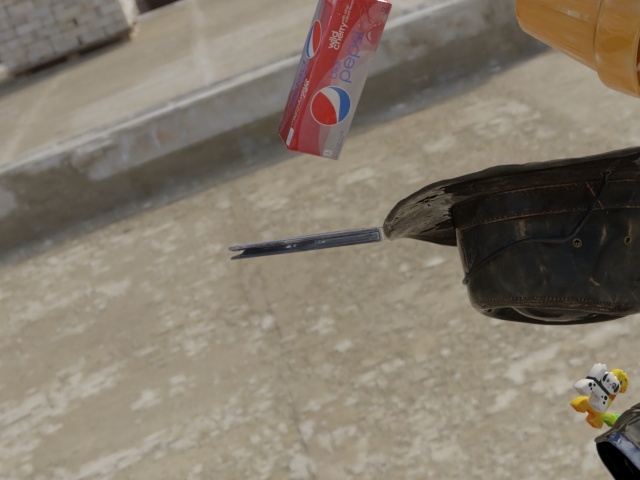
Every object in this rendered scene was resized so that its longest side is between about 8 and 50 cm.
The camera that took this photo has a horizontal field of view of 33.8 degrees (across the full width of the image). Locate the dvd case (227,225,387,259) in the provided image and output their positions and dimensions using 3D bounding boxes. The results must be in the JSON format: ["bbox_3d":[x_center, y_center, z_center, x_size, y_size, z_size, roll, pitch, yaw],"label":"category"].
[{"bbox_3d":[0.000,0.000,1.210,0.165,0.018,0.221,-7,1,9],"label":"dvd case"}]

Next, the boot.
[{"bbox_3d":[0.413,0.308,1.273,0.106,0.219,0.082,-17,-19,-34],"label":"boot"}]

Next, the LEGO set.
[{"bbox_3d":[0.452,0.249,1.565,0.093,0.227,0.087,-51,20,-17],"label":"LEGO set"}]

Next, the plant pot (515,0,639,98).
[{"bbox_3d":[0.354,-0.296,1.299,0.188,0.205,0.205,26,45,34],"label":"plant pot"}]

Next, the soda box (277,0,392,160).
[{"bbox_3d":[0.019,-0.263,1.628,0.092,0.263,0.083,10,25,-21],"label":"soda box"}]

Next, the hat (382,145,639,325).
[{"bbox_3d":[0.226,0.010,0.941,0.331,0.133,0.331,-10,-12,-2],"label":"hat"}]
